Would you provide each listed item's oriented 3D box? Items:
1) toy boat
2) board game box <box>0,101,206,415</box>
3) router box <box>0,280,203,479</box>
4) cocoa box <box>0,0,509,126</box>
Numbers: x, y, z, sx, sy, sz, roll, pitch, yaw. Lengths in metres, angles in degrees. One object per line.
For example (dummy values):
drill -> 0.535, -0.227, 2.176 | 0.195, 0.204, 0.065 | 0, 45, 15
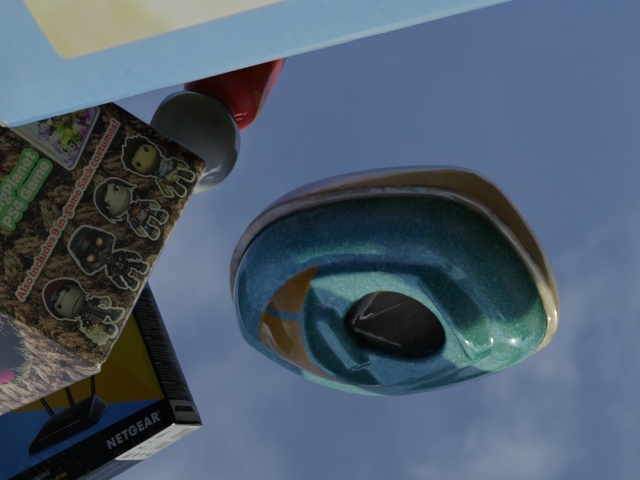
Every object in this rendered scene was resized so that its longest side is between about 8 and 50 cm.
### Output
toy boat -> 0.000, 0.000, 1.054 | 0.318, 0.267, 0.148 | 51, -136, -23
board game box -> -0.255, -0.036, 0.883 | 0.291, 0.232, 0.141 | 32, -115, -16
router box -> -0.193, 0.127, 1.193 | 0.046, 0.179, 0.133 | 14, -132, -59
cocoa box -> -0.031, -0.242, 0.356 | 0.347, 0.231, 0.228 | 62, -147, -29
